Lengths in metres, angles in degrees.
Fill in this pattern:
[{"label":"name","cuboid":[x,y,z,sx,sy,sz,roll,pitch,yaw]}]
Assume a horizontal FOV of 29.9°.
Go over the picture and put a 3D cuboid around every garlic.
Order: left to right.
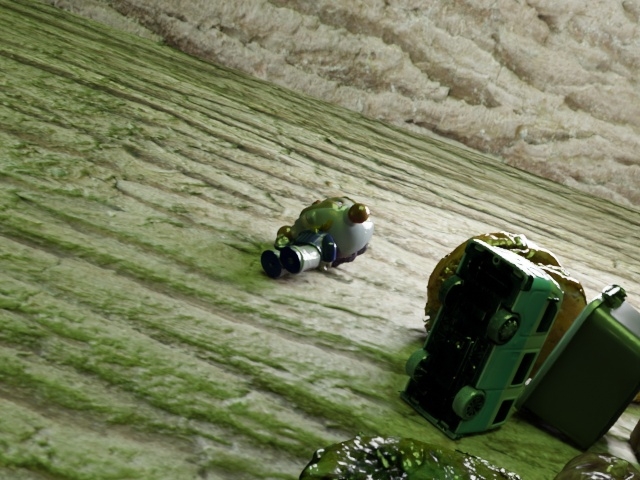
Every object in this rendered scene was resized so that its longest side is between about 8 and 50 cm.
[{"label":"garlic","cuboid":[0.388,0.343,1.606,0.159,0.102,0.147,13,21,-16]}]

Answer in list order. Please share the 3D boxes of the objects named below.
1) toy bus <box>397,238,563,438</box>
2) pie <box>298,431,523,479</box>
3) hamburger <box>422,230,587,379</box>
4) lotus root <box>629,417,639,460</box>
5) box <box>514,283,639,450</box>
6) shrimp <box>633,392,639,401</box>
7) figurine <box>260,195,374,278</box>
[{"label":"toy bus","cuboid":[0.250,0.144,1.771,0.164,0.271,0.133,5,23,-44]},{"label":"pie","cuboid":[0.158,0.337,1.441,0.371,0.078,0.296,22,17,12]},{"label":"hamburger","cuboid":[0.302,0.107,2.014,0.260,0.245,0.211,-23,38,-4]},{"label":"lotus root","cuboid":[0.650,0.242,1.901,0.267,0.260,0.149,14,18,-15]},{"label":"box","cuboid":[0.431,0.203,1.861,0.135,0.243,0.163,40,24,18]},{"label":"shrimp","cuboid":[0.584,0.244,2.164,0.296,0.058,0.169,5,21,-28]},{"label":"figurine","cuboid":[0.007,-0.002,2.162,0.193,0.133,0.274,-21,9,13]}]
